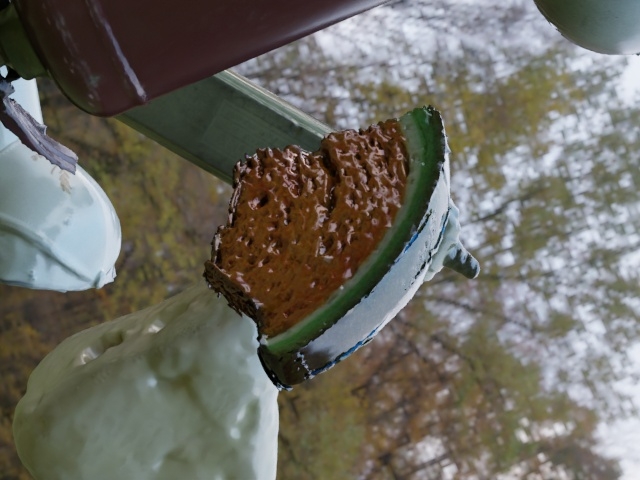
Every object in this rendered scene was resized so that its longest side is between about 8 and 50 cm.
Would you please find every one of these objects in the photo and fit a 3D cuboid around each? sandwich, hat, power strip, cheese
[{"bbox_3d":[0.007,0.009,0.853,0.079,0.159,0.235,77,21,-48],"label":"sandwich"},{"bbox_3d":[-0.353,-0.085,1.548,0.258,0.168,0.301,-24,109,-69],"label":"hat"},{"bbox_3d":[-0.021,-0.069,1.111,0.388,0.092,0.066,31,13,-2],"label":"power strip"},{"bbox_3d":[-0.147,0.133,1.098,0.173,0.248,0.251,-101,-159,-58],"label":"cheese"}]

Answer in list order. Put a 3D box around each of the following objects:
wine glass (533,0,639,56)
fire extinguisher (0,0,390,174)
[{"bbox_3d":[0.253,-0.293,1.078,0.190,0.190,0.357,65,15,16],"label":"wine glass"},{"bbox_3d":[-0.054,-0.123,0.613,0.147,0.337,0.106,67,1,-52],"label":"fire extinguisher"}]
